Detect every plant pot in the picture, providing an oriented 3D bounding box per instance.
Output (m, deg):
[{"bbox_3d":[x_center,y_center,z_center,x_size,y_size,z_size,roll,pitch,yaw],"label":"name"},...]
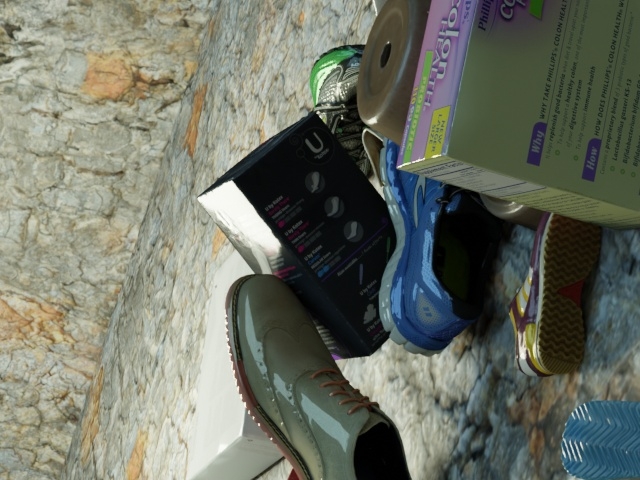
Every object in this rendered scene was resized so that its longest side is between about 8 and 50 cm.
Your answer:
[{"bbox_3d":[0.167,-0.161,1.540,0.263,0.229,0.263,-166,90,-73],"label":"plant pot"}]

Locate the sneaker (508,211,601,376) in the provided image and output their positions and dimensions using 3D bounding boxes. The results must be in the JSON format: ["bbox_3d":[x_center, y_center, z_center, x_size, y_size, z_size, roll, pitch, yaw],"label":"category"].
[{"bbox_3d":[0.223,0.043,1.462,0.084,0.069,0.186,-14,62,64],"label":"sneaker"}]

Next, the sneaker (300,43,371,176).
[{"bbox_3d":[0.042,-0.152,2.119,0.344,0.134,0.146,113,156,-52],"label":"sneaker"}]

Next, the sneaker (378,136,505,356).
[{"bbox_3d":[0.154,-0.038,1.695,0.147,0.129,0.330,-30,53,51],"label":"sneaker"}]

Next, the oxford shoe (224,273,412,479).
[{"bbox_3d":[0.019,0.198,1.708,0.146,0.140,0.397,-40,73,43],"label":"oxford shoe"}]

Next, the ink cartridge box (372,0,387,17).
[{"bbox_3d":[0.099,-0.434,2.085,0.218,0.092,0.159,-99,-6,-48],"label":"ink cartridge box"}]

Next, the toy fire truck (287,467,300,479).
[{"bbox_3d":[-0.085,0.468,1.968,0.254,0.169,0.302,-51,-18,-73],"label":"toy fire truck"}]

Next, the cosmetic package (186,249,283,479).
[{"bbox_3d":[-0.107,0.177,2.322,0.284,0.097,0.377,138,143,-57],"label":"cosmetic package"}]

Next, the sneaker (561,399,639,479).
[{"bbox_3d":[0.296,0.168,1.123,0.228,0.092,0.087,6,79,53],"label":"sneaker"}]

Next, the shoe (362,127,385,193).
[{"bbox_3d":[0.097,-0.087,1.968,0.219,0.058,0.077,-102,31,-55],"label":"shoe"}]

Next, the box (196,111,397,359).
[{"bbox_3d":[0.000,0.000,1.809,0.143,0.270,0.165,-41,8,-21],"label":"box"}]

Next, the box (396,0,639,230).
[{"bbox_3d":[0.218,-0.141,1.342,0.117,0.242,0.214,171,112,-71],"label":"box"}]
